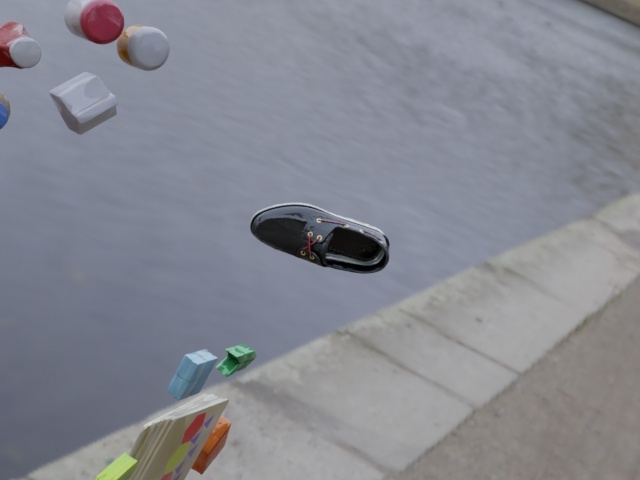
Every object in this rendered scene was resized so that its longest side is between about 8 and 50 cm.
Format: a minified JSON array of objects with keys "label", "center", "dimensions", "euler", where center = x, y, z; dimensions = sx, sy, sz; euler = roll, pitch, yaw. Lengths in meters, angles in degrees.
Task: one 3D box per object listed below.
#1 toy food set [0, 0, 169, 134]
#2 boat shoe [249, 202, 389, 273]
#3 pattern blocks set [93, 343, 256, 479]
[{"label":"toy food set","center":[-0.228,-0.131,0.988],"dimensions":[0.232,0.111,0.104],"euler":[-32,28,-18]},{"label":"boat shoe","center":[0.000,-0.002,1.078],"dimensions":[0.133,0.049,0.042],"euler":[13,20,-8]},{"label":"pattern blocks set","center":[-0.177,0.248,1.253],"dimensions":[0.026,0.325,0.285],"euler":[33,4,16]}]
